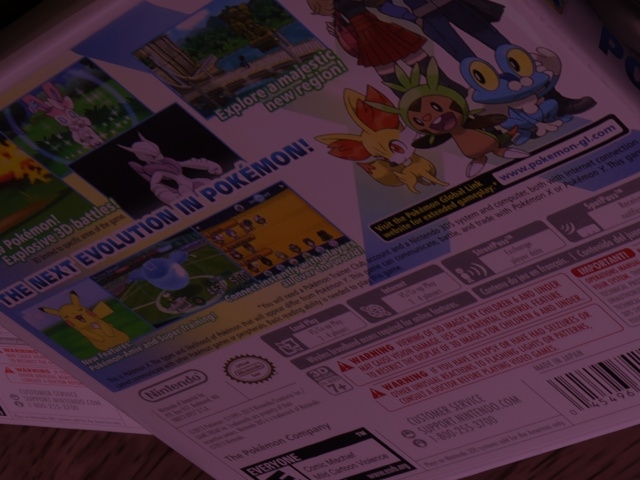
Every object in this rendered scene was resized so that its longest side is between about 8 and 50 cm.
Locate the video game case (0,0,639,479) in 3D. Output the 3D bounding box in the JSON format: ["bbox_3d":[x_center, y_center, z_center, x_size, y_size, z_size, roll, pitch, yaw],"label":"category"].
[{"bbox_3d":[0.000,0.000,0.676,0.329,0.036,0.300,-24,127,40],"label":"video game case"}]

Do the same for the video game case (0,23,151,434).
[{"bbox_3d":[-0.140,0.001,0.804,0.269,0.061,0.244,2,140,19],"label":"video game case"}]

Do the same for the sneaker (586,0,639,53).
[{"bbox_3d":[0.215,-0.087,0.535,0.295,0.104,0.147,26,143,0],"label":"sneaker"}]
